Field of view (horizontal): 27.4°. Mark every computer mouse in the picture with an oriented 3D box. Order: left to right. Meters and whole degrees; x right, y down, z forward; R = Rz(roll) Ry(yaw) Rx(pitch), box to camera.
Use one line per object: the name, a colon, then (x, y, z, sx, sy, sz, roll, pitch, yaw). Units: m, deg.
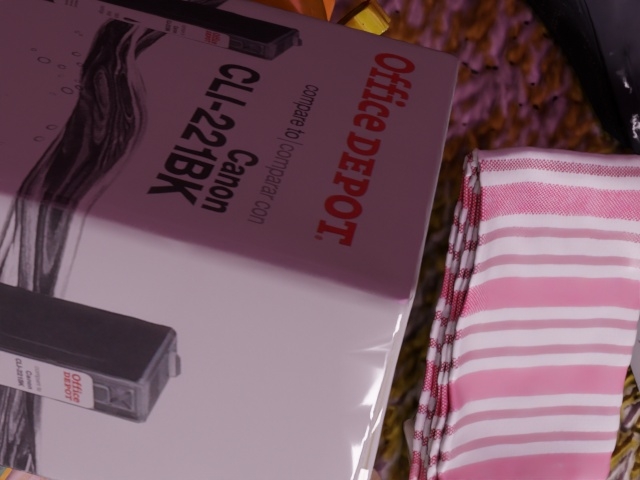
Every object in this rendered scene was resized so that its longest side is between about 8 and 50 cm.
computer mouse: (0.208, -0.138, 0.773, 0.188, 0.072, 0.272, -41, 103, -17)

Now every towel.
towel: (0.124, 0.047, 0.715, 0.144, 0.029, 0.197, -2, 107, -34)

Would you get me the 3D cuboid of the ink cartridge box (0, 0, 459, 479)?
ink cartridge box: (-0.094, -0.019, 0.491, 0.273, 0.197, 0.114, 16, 121, 1)

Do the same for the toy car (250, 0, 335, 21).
toy car: (-0.081, -0.122, 0.625, 0.182, 0.136, 0.159, 11, 121, 5)

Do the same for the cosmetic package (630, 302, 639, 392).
cosmetic package: (0.429, 0.159, 0.719, 0.327, 0.329, 0.393, -21, 96, -19)

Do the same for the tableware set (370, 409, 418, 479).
tableware set: (0.054, 0.167, 0.734, 0.169, 0.020, 0.141, -21, 97, -21)

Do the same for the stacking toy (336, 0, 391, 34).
stacking toy: (0.000, 0.000, 0.703, 0.221, 0.052, 0.167, -42, 102, -15)

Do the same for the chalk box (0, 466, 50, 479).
chalk box: (-0.126, 0.099, 0.603, 0.132, 0.132, 0.213, -45, 106, -16)
